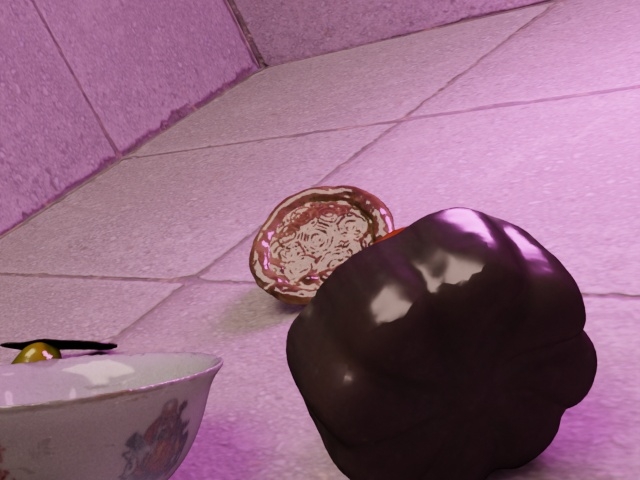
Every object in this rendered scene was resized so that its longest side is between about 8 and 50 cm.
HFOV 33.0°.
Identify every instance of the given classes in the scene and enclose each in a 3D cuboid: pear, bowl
[{"bbox_3d":[-0.502,0.226,1.905,0.097,0.092,0.092,-7,16,-13],"label":"pear"},{"bbox_3d":[-0.326,0.261,1.338,0.435,0.195,0.435,-5,2,0],"label":"bowl"}]

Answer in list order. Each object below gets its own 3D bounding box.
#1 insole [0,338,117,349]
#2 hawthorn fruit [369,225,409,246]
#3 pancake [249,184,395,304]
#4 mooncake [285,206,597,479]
[{"bbox_3d":[-0.489,0.192,1.990,0.119,0.009,0.348,15,-15,-38],"label":"insole"},{"bbox_3d":[0.133,0.079,1.346,0.179,0.179,0.200,-29,23,-7],"label":"hawthorn fruit"},{"bbox_3d":[0.000,0.001,1.776,0.250,0.031,0.250,-11,51,14],"label":"pancake"},{"bbox_3d":[0.123,0.122,1.088,0.306,0.306,0.154,-27,31,-3],"label":"mooncake"}]
